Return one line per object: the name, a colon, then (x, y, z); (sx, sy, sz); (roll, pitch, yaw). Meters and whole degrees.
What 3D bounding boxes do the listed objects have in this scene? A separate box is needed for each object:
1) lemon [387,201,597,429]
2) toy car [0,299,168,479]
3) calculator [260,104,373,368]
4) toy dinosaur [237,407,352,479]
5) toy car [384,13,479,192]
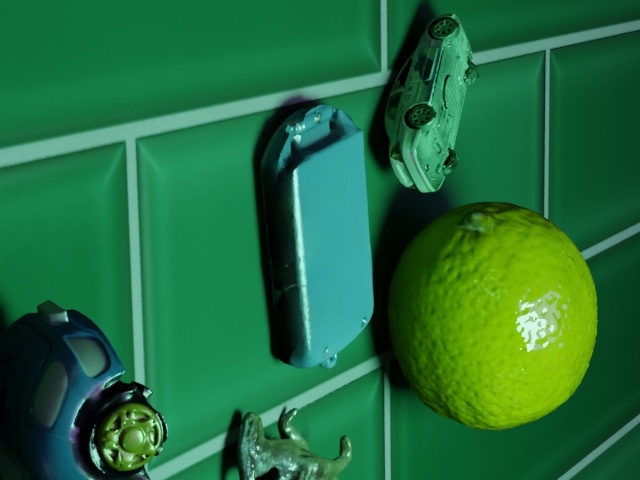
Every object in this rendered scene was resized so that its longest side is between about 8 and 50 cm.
lemon: (0.201, 0.088, 1.995); (0.267, 0.267, 0.267); (-16, 109, -59)
toy car: (-0.212, 0.206, 1.360); (0.166, 0.198, 0.314); (-17, 111, -25)
calculator: (0.000, 0.000, 1.815); (0.173, 0.051, 0.293); (-34, 124, -56)
toy dinosaur: (-0.006, 0.291, 1.804); (0.294, 0.077, 0.162); (58, 43, -14)
toy car: (0.125, -0.163, 1.989); (0.090, 0.076, 0.224); (58, 38, -46)
